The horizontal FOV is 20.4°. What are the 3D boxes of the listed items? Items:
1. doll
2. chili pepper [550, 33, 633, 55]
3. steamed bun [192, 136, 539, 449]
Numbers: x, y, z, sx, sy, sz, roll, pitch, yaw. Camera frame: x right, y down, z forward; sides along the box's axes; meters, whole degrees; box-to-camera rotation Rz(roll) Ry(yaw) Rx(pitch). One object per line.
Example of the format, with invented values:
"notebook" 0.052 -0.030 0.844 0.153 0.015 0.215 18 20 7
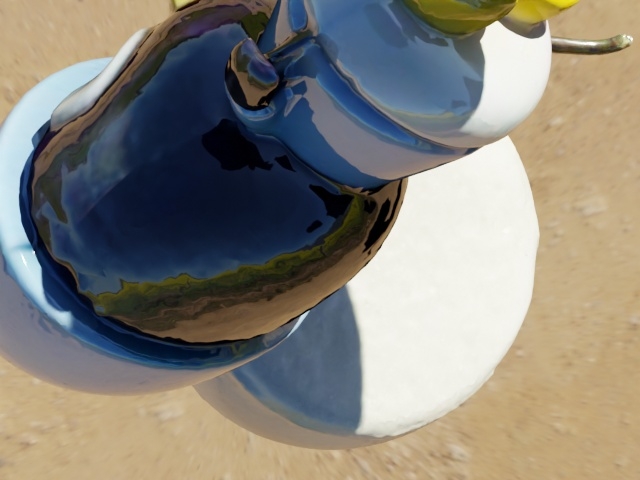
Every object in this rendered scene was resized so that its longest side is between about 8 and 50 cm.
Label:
"doll" -0.036 -0.032 0.700 0.314 0.177 0.141 -37 76 37
"chili pepper" 0.108 -0.201 1.574 0.338 0.134 0.131 34 48 -21
"steamed bun" 0.000 0.000 1.220 0.283 0.177 0.283 1 88 -23
